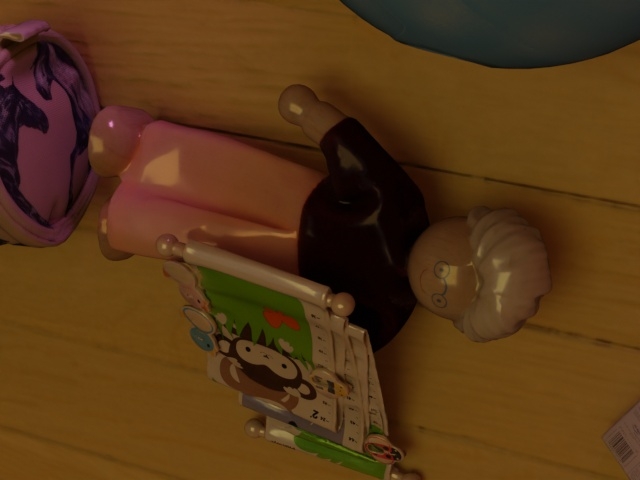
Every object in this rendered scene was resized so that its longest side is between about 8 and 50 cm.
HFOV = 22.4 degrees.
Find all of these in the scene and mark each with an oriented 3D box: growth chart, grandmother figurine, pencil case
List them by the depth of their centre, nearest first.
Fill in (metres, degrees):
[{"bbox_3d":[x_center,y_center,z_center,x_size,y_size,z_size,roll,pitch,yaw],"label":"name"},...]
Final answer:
[{"bbox_3d":[0.000,0.000,1.123,0.342,0.104,0.207,12,129,29],"label":"grandmother figurine"},{"bbox_3d":[-0.024,0.088,1.156,0.172,0.021,0.237,12,142,27],"label":"growth chart"},{"bbox_3d":[-0.354,-0.075,1.265,0.410,0.160,0.183,-3,120,31],"label":"pencil case"}]

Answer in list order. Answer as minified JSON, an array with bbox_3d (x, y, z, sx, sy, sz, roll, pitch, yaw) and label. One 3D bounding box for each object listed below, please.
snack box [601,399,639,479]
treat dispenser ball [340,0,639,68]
[{"bbox_3d":[0.255,0.180,1.048,0.064,0.022,0.178,-51,59,32],"label":"snack box"},{"bbox_3d":[0.105,-0.236,0.861,0.288,0.288,0.288,11,113,27],"label":"treat dispenser ball"}]
